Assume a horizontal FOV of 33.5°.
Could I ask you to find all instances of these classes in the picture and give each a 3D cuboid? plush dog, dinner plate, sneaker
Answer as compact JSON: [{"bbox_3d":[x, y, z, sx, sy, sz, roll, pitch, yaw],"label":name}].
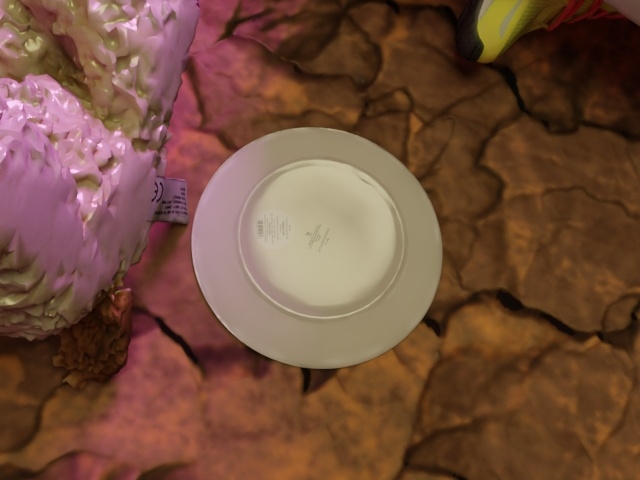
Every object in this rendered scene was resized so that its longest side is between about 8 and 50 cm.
[{"bbox_3d":[-0.199,-0.038,0.504,0.225,0.210,0.262,14,41,11],"label":"plush dog"},{"bbox_3d":[0.000,0.000,0.585,0.141,0.017,0.141,2,71,-7],"label":"dinner plate"},{"bbox_3d":[0.168,-0.163,0.631,0.208,0.081,0.094,-41,88,-17],"label":"sneaker"}]

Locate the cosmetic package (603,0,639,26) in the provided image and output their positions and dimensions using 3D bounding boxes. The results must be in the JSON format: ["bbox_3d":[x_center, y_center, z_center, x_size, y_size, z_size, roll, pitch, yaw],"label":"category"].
[{"bbox_3d":[0.270,-0.299,0.498,0.394,0.327,0.329,31,60,-11],"label":"cosmetic package"}]
